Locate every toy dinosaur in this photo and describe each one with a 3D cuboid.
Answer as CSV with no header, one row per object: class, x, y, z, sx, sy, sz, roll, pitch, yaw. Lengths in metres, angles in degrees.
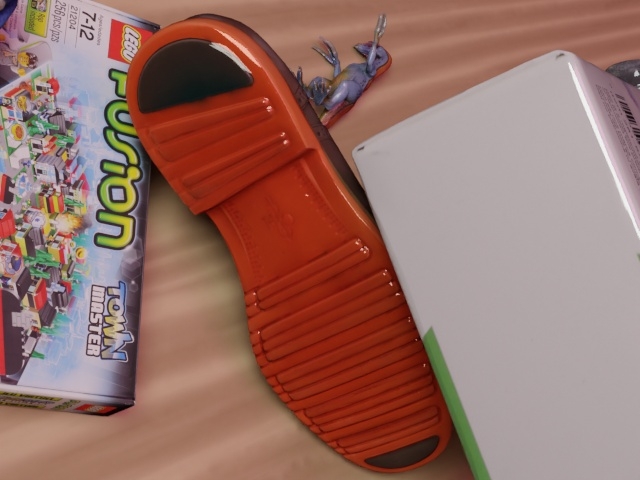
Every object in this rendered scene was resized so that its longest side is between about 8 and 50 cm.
toy dinosaur,0.016,-0.101,0.623,0.082,0.047,0.090,-12,113,-47

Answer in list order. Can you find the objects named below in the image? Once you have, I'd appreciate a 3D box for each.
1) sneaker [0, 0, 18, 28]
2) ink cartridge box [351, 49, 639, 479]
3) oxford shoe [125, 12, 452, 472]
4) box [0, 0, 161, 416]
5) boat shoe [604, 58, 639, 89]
sneaker,-0.185,-0.091,0.388,0.131,0.112,0.296,-3,73,-6
ink cartridge box,0.152,0.021,0.546,0.278,0.117,0.201,-8,77,-64
oxford shoe,0.000,0.000,0.526,0.271,0.097,0.098,64,17,-16
box,-0.140,-0.026,0.470,0.114,0.036,0.207,13,65,-32
boat shoe,0.348,-0.121,0.820,0.301,0.108,0.102,-11,80,-31
